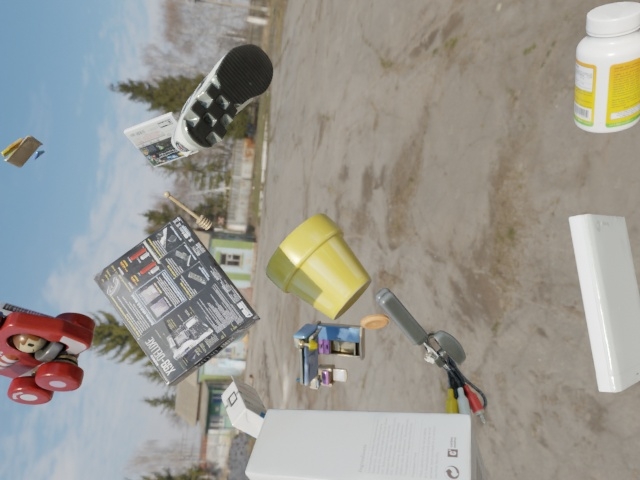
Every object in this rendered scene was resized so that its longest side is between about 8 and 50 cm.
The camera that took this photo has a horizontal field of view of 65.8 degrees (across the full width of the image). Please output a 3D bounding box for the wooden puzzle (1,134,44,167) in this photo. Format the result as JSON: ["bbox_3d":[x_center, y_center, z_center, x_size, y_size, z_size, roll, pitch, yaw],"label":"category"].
[{"bbox_3d":[-0.615,-0.185,1.022,0.079,0.014,0.116,-50,5,-17],"label":"wooden puzzle"}]

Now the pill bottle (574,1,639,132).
[{"bbox_3d":[0.630,-0.373,1.074,0.136,0.136,0.246,-99,-9,-53],"label":"pill bottle"}]

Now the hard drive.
[{"bbox_3d":[0.549,0.107,0.929,0.040,0.202,0.308,-13,80,48],"label":"hard drive"}]

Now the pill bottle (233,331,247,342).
[{"bbox_3d":[-0.415,0.339,2.054,0.264,0.146,0.146,49,-141,-64],"label":"pill bottle"}]

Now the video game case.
[{"bbox_3d":[-0.547,-0.345,1.711,0.173,0.190,0.022,59,-160,-47],"label":"video game case"}]

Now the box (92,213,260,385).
[{"bbox_3d":[-0.325,0.133,1.130,0.307,0.242,0.076,50,170,11],"label":"box"}]

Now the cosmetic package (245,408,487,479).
[{"bbox_3d":[0.102,0.489,1.037,0.162,0.452,0.230,-69,-35,-48],"label":"cosmetic package"}]

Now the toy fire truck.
[{"bbox_3d":[-0.703,0.254,1.166,0.302,0.254,0.170,-27,47,27],"label":"toy fire truck"}]

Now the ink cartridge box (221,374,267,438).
[{"bbox_3d":[-0.213,0.468,1.394,0.060,0.104,0.180,-51,28,-3],"label":"ink cartridge box"}]

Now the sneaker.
[{"bbox_3d":[-0.239,-0.332,1.151,0.146,0.122,0.331,-7,42,50],"label":"sneaker"}]

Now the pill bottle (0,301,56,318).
[{"bbox_3d":[-1.021,0.320,1.673,0.181,0.322,0.182,-47,29,38],"label":"pill bottle"}]

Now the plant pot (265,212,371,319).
[{"bbox_3d":[0.010,0.091,1.438,0.254,0.239,0.254,-43,-15,-15],"label":"plant pot"}]

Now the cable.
[{"bbox_3d":[0.394,0.392,1.421,0.072,0.139,0.288,103,156,-67],"label":"cable"}]

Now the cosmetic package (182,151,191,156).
[{"bbox_3d":[-0.363,-0.379,1.574,0.239,0.060,0.099,-41,20,21],"label":"cosmetic package"}]

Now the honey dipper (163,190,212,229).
[{"bbox_3d":[-0.376,-0.088,1.399,0.030,0.160,0.031,-33,33,25],"label":"honey dipper"}]

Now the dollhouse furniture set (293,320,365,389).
[{"bbox_3d":[0.037,0.462,1.865,0.303,0.197,0.287,-21,-70,-69],"label":"dollhouse furniture set"}]

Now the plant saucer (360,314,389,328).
[{"bbox_3d":[0.154,0.232,1.393,0.084,0.083,0.013,110,158,-54],"label":"plant saucer"}]

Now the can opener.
[{"bbox_3d":[0.250,0.223,1.255,0.093,0.280,0.074,-45,13,-1],"label":"can opener"}]
